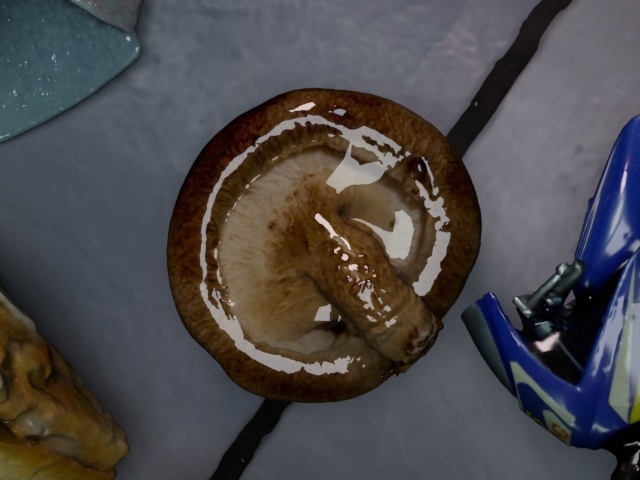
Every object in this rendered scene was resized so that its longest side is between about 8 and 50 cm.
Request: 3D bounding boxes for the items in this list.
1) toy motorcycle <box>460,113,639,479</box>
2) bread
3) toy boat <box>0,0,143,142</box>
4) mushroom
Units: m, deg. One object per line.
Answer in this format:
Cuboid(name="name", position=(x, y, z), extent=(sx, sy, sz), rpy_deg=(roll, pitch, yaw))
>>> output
Cuboid(name="toy motorcycle", position=(0.154, -0.014, 0.718), extent=(0.168, 0.113, 0.315), rpy_deg=(16, 83, 13))
Cuboid(name="bread", position=(-0.170, 0.068, 0.760), extent=(0.147, 0.127, 0.152), rpy_deg=(-42, 49, 7))
Cuboid(name="toy boat", position=(-0.133, -0.071, 0.779), extent=(0.096, 0.034, 0.122), rpy_deg=(34, 102, 4))
Cuboid(name="mushroom", position=(0.000, 0.000, 0.737), extent=(0.127, 0.087, 0.127), rpy_deg=(0, 92, 0))
